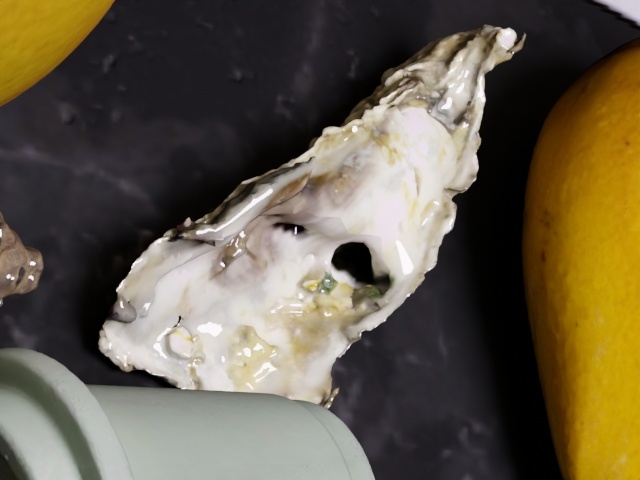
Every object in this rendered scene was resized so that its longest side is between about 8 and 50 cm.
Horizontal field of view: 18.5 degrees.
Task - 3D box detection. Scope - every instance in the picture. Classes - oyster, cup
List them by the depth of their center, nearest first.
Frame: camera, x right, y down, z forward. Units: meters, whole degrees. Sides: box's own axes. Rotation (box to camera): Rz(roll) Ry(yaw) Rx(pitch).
[{"bbox_3d":[-0.058,0.091,0.607,0.141,0.120,0.120,0,70,-47],"label":"cup"},{"bbox_3d":[0.001,0.000,0.721,0.200,0.061,0.106,-25,103,-34],"label":"oyster"}]

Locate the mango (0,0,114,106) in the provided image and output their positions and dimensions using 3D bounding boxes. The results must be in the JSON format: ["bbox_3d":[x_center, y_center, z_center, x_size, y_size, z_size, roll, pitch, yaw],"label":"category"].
[{"bbox_3d":[-0.190,-0.114,0.570,0.317,0.173,0.211,-18,80,-29],"label":"mango"}]

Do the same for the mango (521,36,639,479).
[{"bbox_3d":[0.141,0.025,0.756,0.145,0.112,0.219,15,75,-27],"label":"mango"}]

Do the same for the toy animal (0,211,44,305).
[{"bbox_3d":[-0.187,0.044,0.569,0.220,0.086,0.069,-34,87,-19],"label":"toy animal"}]
